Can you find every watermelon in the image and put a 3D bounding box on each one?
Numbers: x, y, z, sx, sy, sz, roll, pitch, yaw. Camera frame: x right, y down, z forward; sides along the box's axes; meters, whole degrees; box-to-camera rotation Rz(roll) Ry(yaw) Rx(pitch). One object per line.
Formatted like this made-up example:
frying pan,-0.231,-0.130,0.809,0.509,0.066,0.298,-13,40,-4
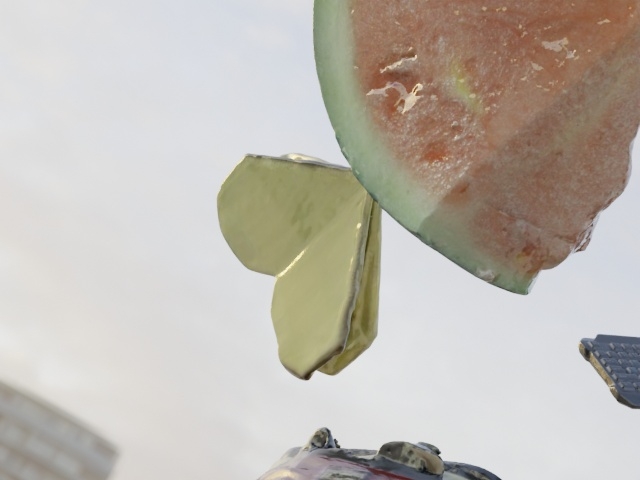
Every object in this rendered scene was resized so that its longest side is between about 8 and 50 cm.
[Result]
watermelon,0.114,-0.130,1.334,0.251,0.283,0.292,9,-41,-5

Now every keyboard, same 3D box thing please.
keyboard,0.347,0.119,1.595,0.262,0.016,0.106,6,28,-25

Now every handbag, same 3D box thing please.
handbag,0.035,0.260,1.560,0.254,0.181,0.181,3,-68,30

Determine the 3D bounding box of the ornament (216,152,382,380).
ornament,0.000,0.000,1.565,0.059,0.201,0.180,0,-34,-44
